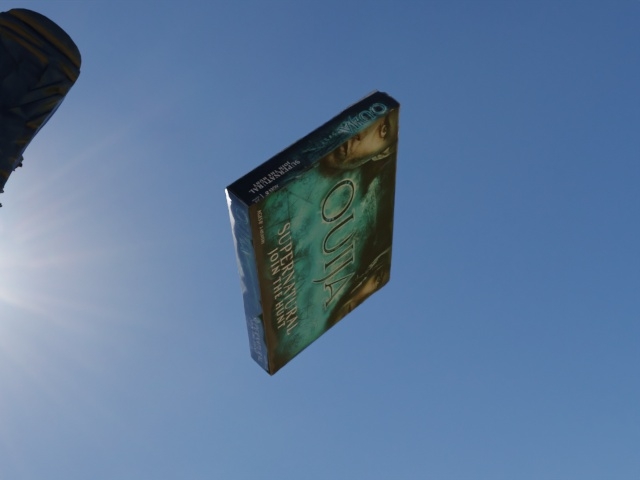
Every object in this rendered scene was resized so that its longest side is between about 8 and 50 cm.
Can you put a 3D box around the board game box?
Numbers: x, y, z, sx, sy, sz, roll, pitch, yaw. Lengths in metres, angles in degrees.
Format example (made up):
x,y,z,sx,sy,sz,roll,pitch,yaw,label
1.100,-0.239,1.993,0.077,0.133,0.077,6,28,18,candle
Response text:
x,y,z,sx,sy,sz,roll,pitch,yaw,label
0.000,0.000,0.631,0.126,0.026,0.186,-36,-31,-24,board game box

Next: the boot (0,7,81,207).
x,y,z,sx,sy,sz,roll,pitch,yaw,label
-0.271,-0.026,0.618,0.094,0.247,0.207,40,-43,-14,boot
